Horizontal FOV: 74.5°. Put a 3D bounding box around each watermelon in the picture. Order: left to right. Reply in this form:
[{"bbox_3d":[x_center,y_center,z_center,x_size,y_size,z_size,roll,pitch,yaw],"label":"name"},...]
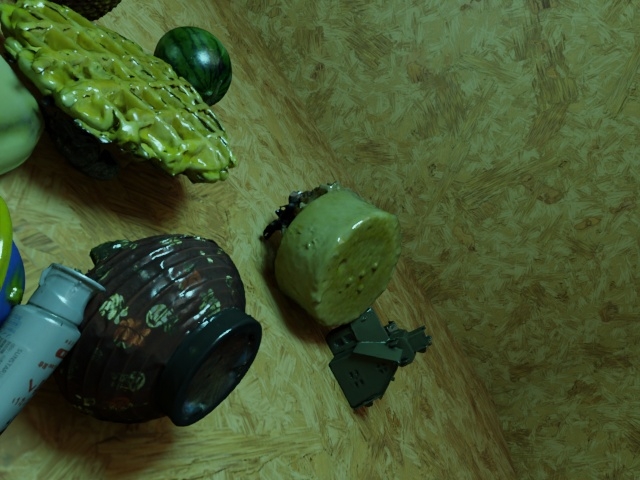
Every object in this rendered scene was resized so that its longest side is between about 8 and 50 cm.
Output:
[{"bbox_3d":[-0.303,-0.407,1.020,0.215,0.188,0.188,58,18,15],"label":"watermelon"}]

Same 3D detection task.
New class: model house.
[{"bbox_3d":[0.162,0.272,1.101,0.204,0.243,0.211,60,20,1],"label":"model house"}]

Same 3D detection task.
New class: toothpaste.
[{"bbox_3d":[-0.264,0.130,0.335,0.057,0.089,0.234,32,65,-15],"label":"toothpaste"}]

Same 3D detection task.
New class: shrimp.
[{"bbox_3d":[-0.387,-0.161,0.662,0.165,0.056,0.065,60,32,-30],"label":"shrimp"}]

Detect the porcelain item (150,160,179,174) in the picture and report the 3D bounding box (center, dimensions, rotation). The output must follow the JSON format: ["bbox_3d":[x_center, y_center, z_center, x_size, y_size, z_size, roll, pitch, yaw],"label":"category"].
[{"bbox_3d":[-0.331,-0.239,0.910,0.081,0.069,0.216,29,31,-48],"label":"porcelain item"}]

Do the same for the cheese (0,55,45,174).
[{"bbox_3d":[-0.448,-0.159,0.402,0.260,0.128,0.316,56,22,-18],"label":"cheese"}]

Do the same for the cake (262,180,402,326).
[{"bbox_3d":[-0.002,0.008,1.069,0.321,0.332,0.332,34,1,38],"label":"cake"}]

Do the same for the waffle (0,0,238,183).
[{"bbox_3d":[-0.310,-0.243,0.701,0.382,0.095,0.380,17,32,-54],"label":"waffle"}]

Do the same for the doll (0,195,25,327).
[{"bbox_3d":[-0.341,0.056,0.282,0.243,0.159,0.311,76,21,-63],"label":"doll"}]

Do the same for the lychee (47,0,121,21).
[{"bbox_3d":[-0.457,-0.499,0.765,0.194,0.194,0.194,49,22,-28],"label":"lychee"}]

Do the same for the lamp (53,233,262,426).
[{"bbox_3d":[-0.199,0.098,0.512,0.247,0.247,0.247,49,22,-28],"label":"lamp"}]
